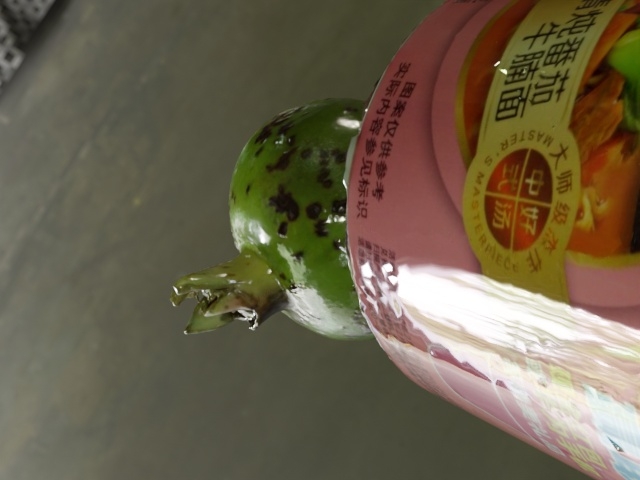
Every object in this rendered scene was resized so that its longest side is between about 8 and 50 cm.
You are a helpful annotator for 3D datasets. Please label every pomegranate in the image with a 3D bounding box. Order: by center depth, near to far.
[{"bbox_3d":[0.000,0.000,1.440,0.263,0.211,0.211,-38,23,-17],"label":"pomegranate"}]

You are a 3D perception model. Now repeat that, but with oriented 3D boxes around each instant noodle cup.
[{"bbox_3d":[0.145,0.005,0.567,0.255,0.244,0.244,15,74,48],"label":"instant noodle cup"}]
